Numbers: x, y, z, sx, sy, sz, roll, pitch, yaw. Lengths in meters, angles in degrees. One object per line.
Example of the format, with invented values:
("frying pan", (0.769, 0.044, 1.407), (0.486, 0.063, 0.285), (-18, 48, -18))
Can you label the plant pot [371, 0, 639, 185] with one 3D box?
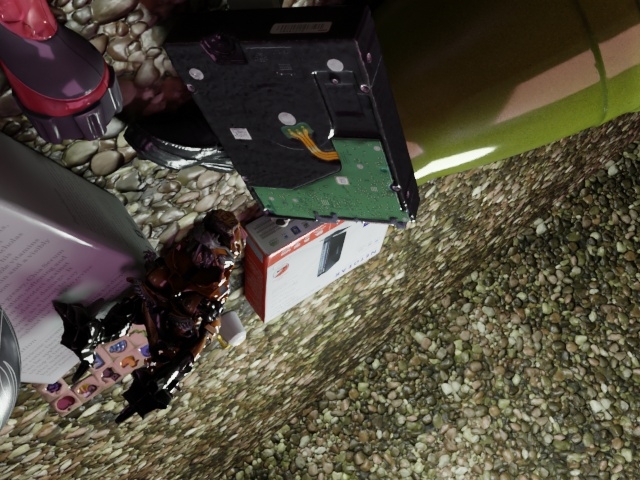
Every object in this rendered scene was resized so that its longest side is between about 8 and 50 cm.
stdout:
("plant pot", (0.216, -0.260, 0.954), (0.353, 0.367, 0.366), (-29, 159, 8))

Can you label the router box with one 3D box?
("router box", (0.000, 0.000, 1.394), (0.335, 0.082, 0.301), (-31, 156, -21))

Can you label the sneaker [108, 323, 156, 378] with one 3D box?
("sneaker", (-0.344, 0.178, 1.141), (0.097, 0.084, 0.235), (-18, 121, -20))

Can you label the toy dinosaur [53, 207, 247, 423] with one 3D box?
("toy dinosaur", (-0.180, 0.108, 0.816), (0.218, 0.164, 0.322), (-40, 143, -50))

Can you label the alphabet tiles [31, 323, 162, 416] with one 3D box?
("alphabet tiles", (-0.363, 0.153, 1.060), (0.237, 0.009, 0.198), (-33, 124, -13))

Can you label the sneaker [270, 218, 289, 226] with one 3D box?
("sneaker", (-0.047, -0.101, 1.178), (0.071, 0.068, 0.170), (-46, 173, -46))

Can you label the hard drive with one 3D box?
("hard drive", (-0.017, -0.138, 0.828), (0.339, 0.236, 0.064), (63, 40, -51))

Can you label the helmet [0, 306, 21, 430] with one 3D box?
("helmet", (-0.338, 0.113, 0.556), (0.161, 0.169, 0.169), (-30, 163, 23))

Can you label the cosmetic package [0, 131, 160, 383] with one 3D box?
("cosmetic package", (-0.381, 0.010, 0.699), (0.230, 0.161, 0.453), (-41, 159, 2))

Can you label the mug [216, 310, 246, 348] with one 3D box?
("mug", (-0.201, 0.207, 1.496), (0.062, 0.064, 0.078), (-31, 157, -22))

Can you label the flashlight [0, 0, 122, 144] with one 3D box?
("flashlight", (-0.251, -0.209, 0.563), (0.103, 0.103, 0.304), (-31, 157, -19))

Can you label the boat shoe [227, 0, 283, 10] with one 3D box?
("boat shoe", (-0.073, -0.322, 0.688), (0.219, 0.077, 0.070), (88, 21, -59))

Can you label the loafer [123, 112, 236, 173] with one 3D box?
("loafer", (-0.168, -0.138, 0.879), (0.078, 0.076, 0.223), (-54, 159, 19))
